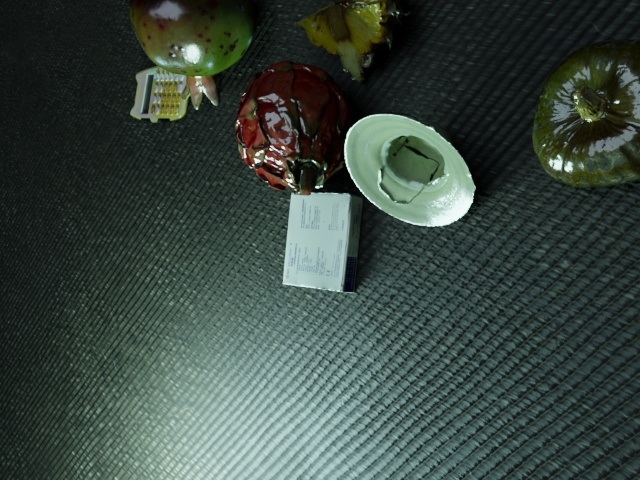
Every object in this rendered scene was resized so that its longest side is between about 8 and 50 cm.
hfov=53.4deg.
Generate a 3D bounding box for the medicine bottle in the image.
[{"bbox_3d":[0.000,0.000,1.300,0.171,0.052,0.201,3,87,40],"label":"medicine bottle"}]

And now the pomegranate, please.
[{"bbox_3d":[-0.282,-0.495,1.508,0.291,0.323,0.290,-15,48,18],"label":"pomegranate"}]

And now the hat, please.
[{"bbox_3d":[0.174,-0.152,1.122,0.252,0.252,0.110,3,45,41],"label":"hat"}]

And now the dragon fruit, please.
[{"bbox_3d":[-0.048,-0.217,1.260,0.244,0.244,0.298,-35,55,32],"label":"dragon fruit"}]

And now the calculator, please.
[{"bbox_3d":[-0.428,-0.396,1.729,0.237,0.033,0.157,10,90,38],"label":"calculator"}]

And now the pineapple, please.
[{"bbox_3d":[0.097,-0.412,1.253,0.250,0.140,0.164,1,127,55],"label":"pineapple"}]

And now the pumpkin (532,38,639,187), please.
[{"bbox_3d":[0.409,-0.183,0.906,0.219,0.162,0.218,-9,77,44],"label":"pumpkin"}]
